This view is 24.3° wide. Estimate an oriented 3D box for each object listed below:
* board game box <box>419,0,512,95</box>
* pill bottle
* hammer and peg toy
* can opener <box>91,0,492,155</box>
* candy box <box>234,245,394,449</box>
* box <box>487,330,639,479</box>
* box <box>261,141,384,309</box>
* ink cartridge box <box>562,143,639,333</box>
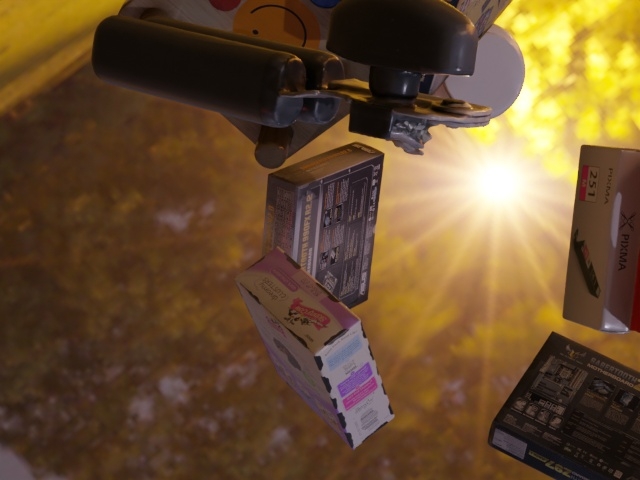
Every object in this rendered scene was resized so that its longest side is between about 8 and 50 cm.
[{"bbox_3d":[0.158,-0.264,1.481,0.243,0.042,0.165,-50,164,-41],"label":"board game box"},{"bbox_3d":[0.177,-0.204,1.776,0.121,0.121,0.216,-37,-171,2],"label":"pill bottle"},{"bbox_3d":[-0.077,-0.262,1.545,0.266,0.361,0.127,-33,-153,31],"label":"hammer and peg toy"},{"bbox_3d":[-0.018,-0.109,0.892,0.280,0.093,0.074,12,-169,36],"label":"can opener"},{"bbox_3d":[-0.005,0.126,1.743,0.070,0.196,0.165,-36,-130,-14],"label":"candy box"},{"bbox_3d":[0.358,0.237,1.911,0.183,0.232,0.059,-50,157,-37],"label":"box"},{"bbox_3d":[0.000,0.000,1.994,0.056,0.231,0.183,24,-148,34],"label":"box"},{"bbox_3d":[0.447,0.001,2.187,0.060,0.275,0.239,4,-175,-17],"label":"ink cartridge box"}]
